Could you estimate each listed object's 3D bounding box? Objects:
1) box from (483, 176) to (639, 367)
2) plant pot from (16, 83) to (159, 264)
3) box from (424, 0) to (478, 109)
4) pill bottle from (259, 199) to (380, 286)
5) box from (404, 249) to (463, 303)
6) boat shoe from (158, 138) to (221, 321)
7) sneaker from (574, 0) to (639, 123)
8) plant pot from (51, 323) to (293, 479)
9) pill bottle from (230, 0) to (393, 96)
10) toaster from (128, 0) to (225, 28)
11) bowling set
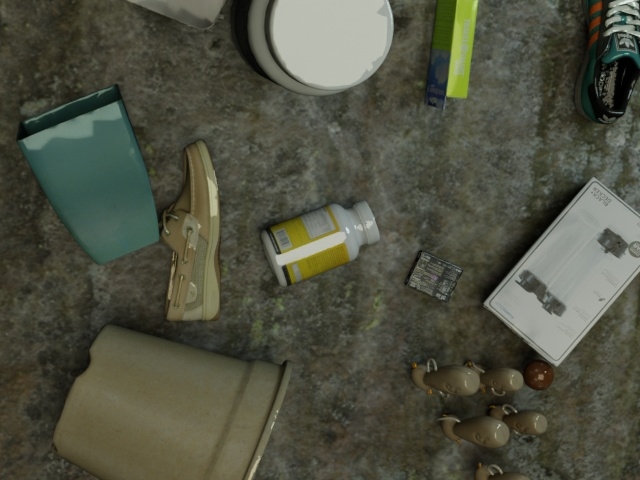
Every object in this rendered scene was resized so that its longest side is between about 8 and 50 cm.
[{"bbox_3d":[0.431,0.055,2.013,0.169,0.087,0.290,40,92,8],"label":"box"},{"bbox_3d":[-0.346,-0.095,1.834,0.165,0.166,0.234,-22,110,-5],"label":"plant pot"},{"bbox_3d":[0.212,-0.305,1.915,0.042,0.109,0.178,4,101,-13],"label":"box"},{"bbox_3d":[0.000,0.000,1.941,0.184,0.103,0.103,-21,104,-6],"label":"pill bottle"},{"bbox_3d":[0.196,0.063,2.034,0.083,0.018,0.067,23,97,-14],"label":"box"},{"bbox_3d":[-0.215,-0.012,1.900,0.098,0.109,0.303,-2,107,-11],"label":"boat shoe"},{"bbox_3d":[0.497,-0.343,1.953,0.108,0.121,0.302,2,100,-10],"label":"sneaker"},{"bbox_3d":[-0.247,0.290,1.869,0.305,0.334,0.334,22,97,-2],"label":"plant pot"},{"bbox_3d":[-0.017,-0.321,1.739,0.204,0.361,0.204,-2,102,-10],"label":"pill bottle"},{"bbox_3d":[-0.226,-0.397,1.784,0.185,0.168,0.110,20,98,-14],"label":"toaster"},{"bbox_3d":[0.309,0.292,2.057,0.199,0.154,0.287,-33,105,-30],"label":"bowling set"}]
